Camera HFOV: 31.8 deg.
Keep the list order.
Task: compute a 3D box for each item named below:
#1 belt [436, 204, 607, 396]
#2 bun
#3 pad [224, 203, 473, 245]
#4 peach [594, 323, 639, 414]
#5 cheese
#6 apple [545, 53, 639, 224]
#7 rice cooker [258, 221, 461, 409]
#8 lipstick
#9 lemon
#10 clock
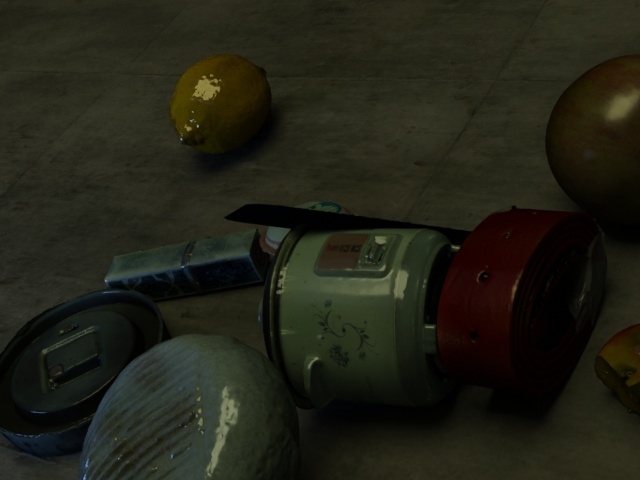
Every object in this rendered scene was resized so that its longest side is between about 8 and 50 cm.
[{"bbox_3d":[0.279,0.075,1.507,0.115,0.227,0.324,8,29,35],"label":"belt"},{"bbox_3d":[-0.166,0.299,1.464,0.362,0.211,0.362,-29,39,27],"label":"bun"},{"bbox_3d":[0.066,-0.048,1.624,0.375,0.063,0.315,7,-5,-15],"label":"pad"},{"bbox_3d":[0.425,0.158,1.406,0.151,0.151,0.118,23,71,45],"label":"peach"},{"bbox_3d":[0.000,0.000,1.843,0.188,0.074,0.286,-17,24,-12],"label":"cheese"},{"bbox_3d":[0.456,-0.156,1.664,0.256,0.257,0.234,-31,35,-8],"label":"apple"},{"bbox_3d":[0.054,0.103,1.568,0.316,0.264,0.317,-13,42,12],"label":"rice cooker"},{"bbox_3d":[-0.234,0.049,1.945,0.289,0.077,0.076,-10,40,21],"label":"lipstick"},{"bbox_3d":[-0.199,-0.270,2.224,0.188,0.188,0.256,15,46,40],"label":"lemon"},{"bbox_3d":[-0.396,0.212,1.847,0.325,0.067,0.325,-15,38,12],"label":"clock"}]
